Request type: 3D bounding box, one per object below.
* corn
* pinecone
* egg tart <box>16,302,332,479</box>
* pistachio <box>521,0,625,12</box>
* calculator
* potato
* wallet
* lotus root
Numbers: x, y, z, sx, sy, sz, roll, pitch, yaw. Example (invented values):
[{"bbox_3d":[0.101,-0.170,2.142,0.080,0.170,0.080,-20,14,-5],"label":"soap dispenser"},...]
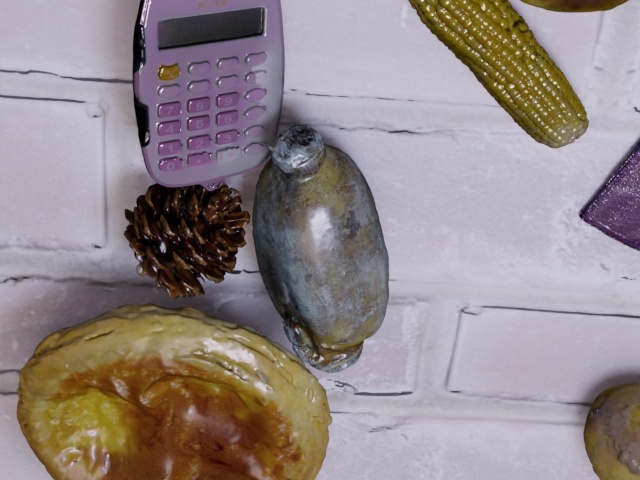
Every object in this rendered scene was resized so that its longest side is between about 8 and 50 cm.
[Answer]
[{"bbox_3d":[0.214,-0.226,1.554,0.097,0.097,0.320,-33,121,22],"label":"corn"},{"bbox_3d":[-0.169,-0.010,1.667,0.174,0.173,0.173,0,126,0],"label":"pinecone"},{"bbox_3d":[-0.197,0.231,1.820,0.443,0.178,0.443,2,129,3],"label":"egg tart"},{"bbox_3d":[0.296,-0.318,1.477,0.189,0.100,0.110,2,125,0],"label":"pistachio"},{"bbox_3d":[-0.134,-0.195,1.551,0.194,0.043,0.294,-14,122,-28],"label":"calculator"},{"bbox_3d":[0.503,0.308,1.874,0.266,0.229,0.229,24,122,-12],"label":"potato"},{"bbox_3d":[0.429,-0.064,1.703,0.111,0.030,0.166,23,123,-17],"label":"wallet"},{"bbox_3d":[0.001,-0.001,1.670,0.175,0.175,0.349,-6,121,5],"label":"lotus root"}]
